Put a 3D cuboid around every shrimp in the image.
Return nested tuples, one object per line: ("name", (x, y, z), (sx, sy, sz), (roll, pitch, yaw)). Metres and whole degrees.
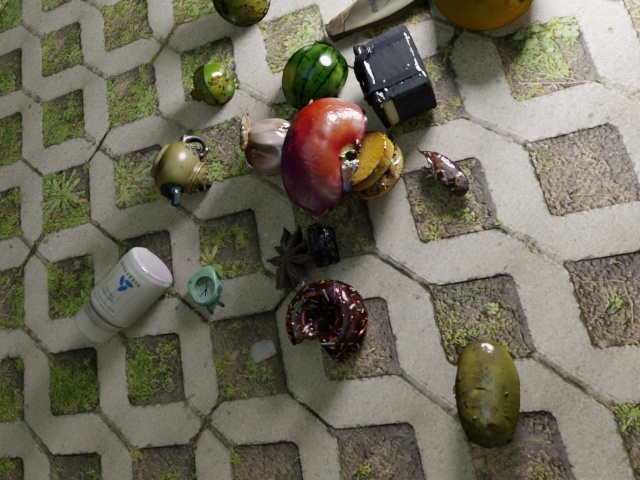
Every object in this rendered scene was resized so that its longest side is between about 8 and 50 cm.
("shrimp", (0.318, -0.185, 1.597), (0.190, 0.074, 0.073), (44, 116, 23))

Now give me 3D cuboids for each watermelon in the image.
("watermelon", (-0.026, -0.510, 1.822), (0.204, 0.127, 0.232), (32, 85, 33))

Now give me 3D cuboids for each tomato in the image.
("tomato", (-0.025, -0.234, 1.643), (0.289, 0.176, 0.335), (-14, 57, 66))

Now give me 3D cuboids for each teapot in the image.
("teapot", (-0.423, -0.223, 1.927), (0.182, 0.173, 0.270), (27, 59, -5))

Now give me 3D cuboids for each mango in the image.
("mango", (0.427, -0.761, 1.621), (0.300, 0.232, 0.446), (-21, 60, 23))

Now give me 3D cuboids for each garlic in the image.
("garlic", (-0.144, -0.324, 1.769), (0.207, 0.207, 0.257), (43, 112, 29))

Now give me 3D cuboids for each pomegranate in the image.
("pomegranate", (-0.347, -0.508, 1.983), (0.122, 0.143, 0.169), (-40, 12, -26))
("pomegranate", (-0.238, -0.821, 1.990), (0.214, 0.214, 0.248), (23, 52, 29))

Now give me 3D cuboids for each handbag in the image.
("handbag", (0.197, -0.441, 1.666), (0.181, 0.181, 0.255), (-21, 66, 12))
("handbag", (0.000, 0.000, 1.654), (0.072, 0.139, 0.115), (-14, 68, 9))

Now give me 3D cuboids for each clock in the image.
("clock", (-0.339, 0.153, 1.830), (0.101, 0.041, 0.135), (-33, 65, 13))

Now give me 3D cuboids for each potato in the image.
("potato", (0.381, 0.344, 1.390), (0.149, 0.113, 0.251), (-13, 61, 30))

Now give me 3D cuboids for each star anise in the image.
("star anise", (-0.078, 0.058, 1.702), (0.182, 0.065, 0.195), (47, 116, 46))

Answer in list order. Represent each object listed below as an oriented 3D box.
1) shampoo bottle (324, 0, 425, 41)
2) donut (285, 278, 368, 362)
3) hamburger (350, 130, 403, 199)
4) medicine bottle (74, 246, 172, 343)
("shampoo bottle", (0.175, -0.700, 1.803), (0.350, 0.084, 0.126), (-23, 69, 19))
("donut", (0.013, 0.206, 1.613), (0.230, 0.096, 0.216), (31, 90, 30))
("hamburger", (0.141, -0.193, 1.635), (0.182, 0.118, 0.191), (-45, 35, 27))
("medicine bottle", (-0.611, 0.173, 1.883), (0.293, 0.170, 0.170), (-45, 62, 9))
